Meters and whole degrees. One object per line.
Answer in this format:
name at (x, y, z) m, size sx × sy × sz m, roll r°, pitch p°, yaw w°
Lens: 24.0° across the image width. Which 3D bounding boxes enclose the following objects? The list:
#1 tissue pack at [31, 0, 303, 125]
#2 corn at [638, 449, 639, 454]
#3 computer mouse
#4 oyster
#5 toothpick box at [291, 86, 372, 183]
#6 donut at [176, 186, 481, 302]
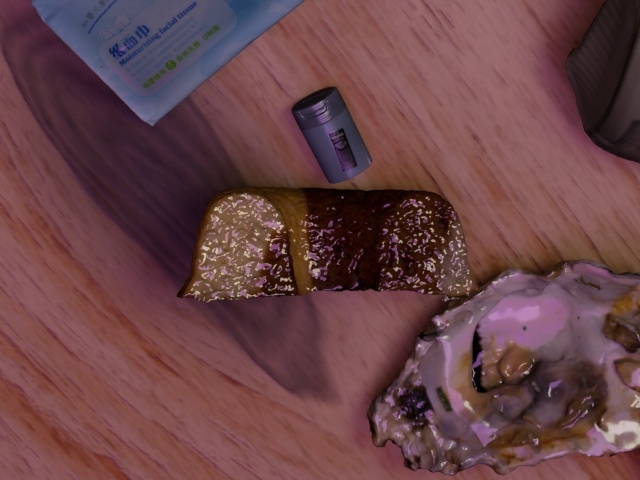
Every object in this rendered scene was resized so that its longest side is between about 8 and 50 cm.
tissue pack at (-0.117, -0.249, 1.401) m, size 0.263 × 0.089 × 0.177 m, roll -38°, pitch 121°, yaw 11°
corn at (0.392, 0.239, 1.576) m, size 0.106 × 0.106 × 0.293 m, roll -20°, pitch 110°, yaw 7°
computer mouse at (0.364, -0.191, 1.315) m, size 0.228 × 0.145 × 0.429 m, roll 1°, pitch 141°, yaw -13°
oyster at (0.210, 0.125, 1.524) m, size 0.354 × 0.107 × 0.201 m, roll -14°, pitch 96°, yaw 15°
toothpick box at (0.012, -0.104, 1.485) m, size 0.052 × 0.052 × 0.083 m, roll -25°, pitch 108°, yaw 9°
donut at (0.000, 0.000, 1.482) m, size 0.295 × 0.151 × 0.112 m, roll 2°, pitch 96°, yaw -13°
